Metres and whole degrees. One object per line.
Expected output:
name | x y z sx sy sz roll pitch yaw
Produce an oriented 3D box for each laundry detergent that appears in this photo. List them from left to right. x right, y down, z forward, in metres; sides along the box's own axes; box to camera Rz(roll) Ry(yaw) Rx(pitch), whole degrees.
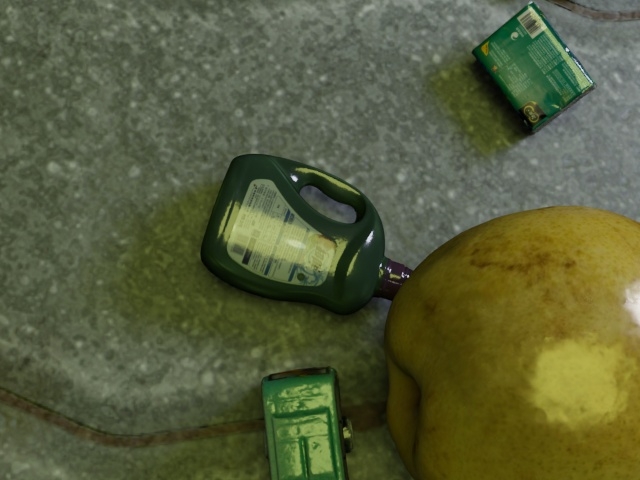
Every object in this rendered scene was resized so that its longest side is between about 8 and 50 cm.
laundry detergent | 0.000 0.000 0.944 0.222 0.078 0.144 17 73 0

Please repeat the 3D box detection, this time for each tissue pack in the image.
tissue pack | 0.232 -0.185 1.010 0.085 0.079 0.111 -38 82 20

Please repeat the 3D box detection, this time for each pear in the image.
pear | 0.209 0.118 0.828 0.314 0.314 0.314 1 77 -5

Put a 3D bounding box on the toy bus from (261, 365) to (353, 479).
toy bus | -0.005 0.248 0.877 0.091 0.109 0.261 -8 77 -1
